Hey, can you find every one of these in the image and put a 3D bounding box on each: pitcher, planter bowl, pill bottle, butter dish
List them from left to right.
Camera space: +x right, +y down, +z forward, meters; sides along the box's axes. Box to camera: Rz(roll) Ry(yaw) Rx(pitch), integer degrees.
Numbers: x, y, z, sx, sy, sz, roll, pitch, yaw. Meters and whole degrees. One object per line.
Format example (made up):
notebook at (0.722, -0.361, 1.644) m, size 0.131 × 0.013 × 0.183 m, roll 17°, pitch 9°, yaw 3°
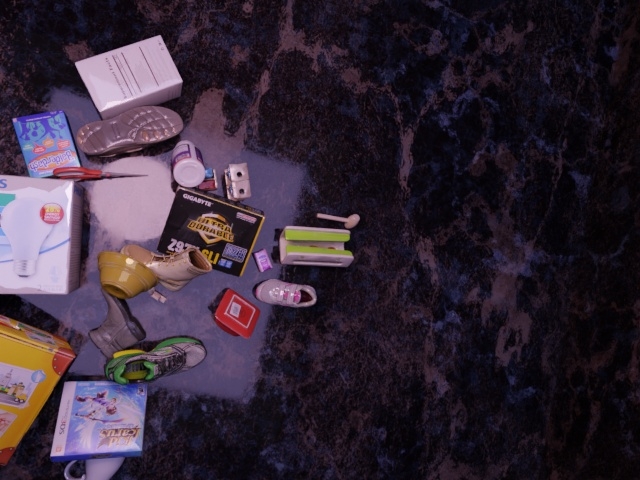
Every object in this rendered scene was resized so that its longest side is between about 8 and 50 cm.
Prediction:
pitcher at (-0.765, 0.748, 1.627) m, size 0.178 × 0.125 × 0.207 m, roll 21°, pitch 90°, yaw 1°
planter bowl at (-0.665, 0.135, 1.601) m, size 0.217 × 0.217 × 0.090 m, roll 29°, pitch 55°, yaw -16°
pill bottle at (-0.472, -0.280, 1.697) m, size 0.108 × 0.193 × 0.108 m, roll -10°, pitch 128°, yaw -13°
butter dish at (-0.329, 0.291, 1.786) m, size 0.160 × 0.118 × 0.160 m, roll 39°, pitch 35°, yaw -16°

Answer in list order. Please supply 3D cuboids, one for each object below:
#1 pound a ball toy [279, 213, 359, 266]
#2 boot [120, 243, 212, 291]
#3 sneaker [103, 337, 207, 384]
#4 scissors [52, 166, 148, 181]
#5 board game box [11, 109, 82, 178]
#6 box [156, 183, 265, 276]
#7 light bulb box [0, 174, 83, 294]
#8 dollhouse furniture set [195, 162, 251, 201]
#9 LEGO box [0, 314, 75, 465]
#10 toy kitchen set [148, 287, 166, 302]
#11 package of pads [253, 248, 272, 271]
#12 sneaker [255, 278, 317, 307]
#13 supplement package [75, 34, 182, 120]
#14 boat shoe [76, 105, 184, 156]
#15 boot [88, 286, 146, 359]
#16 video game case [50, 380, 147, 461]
pound a ball toy at (0.000, 0.000, 1.909) m, size 0.319 × 0.136 × 0.208 m, roll 3°, pitch 62°, yaw -19°
boot at (-0.527, 0.068, 1.642) m, size 0.262 × 0.203 × 0.095 m, roll 41°, pitch 39°, yaw -32°
sneaker at (-0.559, 0.438, 1.665) m, size 0.343 × 0.146 × 0.134 m, roll -9°, pitch 101°, yaw -33°
scissors at (-0.754, -0.232, 1.651) m, size 0.297 × 0.109 × 0.021 m, roll -6°, pitch 75°, yaw -19°
board game box at (-0.926, -0.323, 1.624) m, size 0.160 × 0.047 × 0.210 m, roll -18°, pitch 95°, yaw -19°
box at (-0.397, -0.035, 1.736) m, size 0.322 × 0.079 × 0.257 m, roll 20°, pitch 107°, yaw -17°
light bulb box at (-0.963, -0.019, 1.512) m, size 0.358 × 0.225 × 0.361 m, roll 2°, pitch 89°, yaw -19°
dollhouse furniture set at (-0.367, -0.206, 1.769) m, size 0.183 × 0.129 × 0.129 m, roll -8°, pitch 91°, yaw -20°
LEGO box at (-1.068, 0.390, 1.389) m, size 0.500 × 0.193 × 0.372 m, roll 38°, pitch 76°, yaw -39°
toy kitchen set at (-0.579, 0.173, 1.721) m, size 0.083 × 0.068 × 0.075 m, roll 40°, pitch 77°, yaw -14°
package of pads at (-0.225, 0.078, 1.864) m, size 0.050 × 0.032 × 0.083 m, roll -22°, pitch 96°, yaw -15°
sneaker at (-0.123, 0.206, 1.853) m, size 0.252 × 0.111 × 0.103 m, roll 4°, pitch 87°, yaw -19°
supplement package at (-0.654, -0.552, 1.654) m, size 0.293 × 0.177 × 0.175 m, roll -27°, pitch 98°, yaw -17°
boat shoe at (-0.660, -0.379, 1.676) m, size 0.355 × 0.130 × 0.132 m, roll -14°, pitch 90°, yaw -13°
boot at (-0.739, 0.288, 1.662) m, size 0.161 × 0.083 × 0.246 m, roll -31°, pitch 97°, yaw -11°
video game case at (-0.727, 0.594, 1.594) m, size 0.269 × 0.061 × 0.244 m, roll 4°, pitch 50°, yaw -19°
